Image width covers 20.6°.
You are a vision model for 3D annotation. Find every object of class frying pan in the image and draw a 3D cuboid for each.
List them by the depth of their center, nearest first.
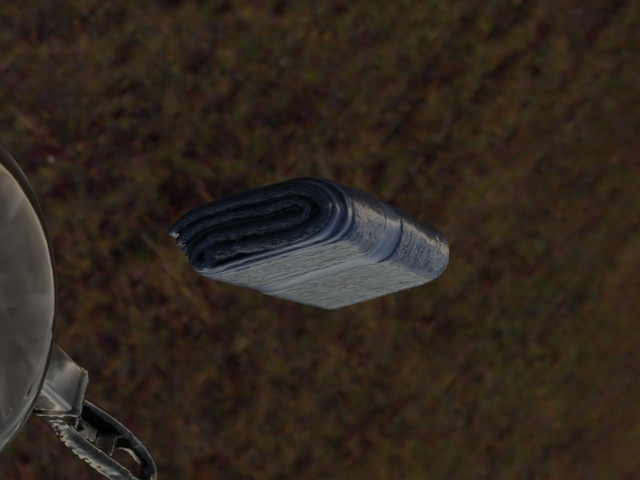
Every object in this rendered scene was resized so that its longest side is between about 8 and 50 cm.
[{"bbox_3d":[-0.159,0.074,0.841,0.326,0.053,0.197,66,33,-34],"label":"frying pan"}]

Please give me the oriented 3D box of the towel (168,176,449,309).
[{"bbox_3d":[0.000,0.000,0.659,0.067,0.029,0.119,-15,165,22],"label":"towel"}]
